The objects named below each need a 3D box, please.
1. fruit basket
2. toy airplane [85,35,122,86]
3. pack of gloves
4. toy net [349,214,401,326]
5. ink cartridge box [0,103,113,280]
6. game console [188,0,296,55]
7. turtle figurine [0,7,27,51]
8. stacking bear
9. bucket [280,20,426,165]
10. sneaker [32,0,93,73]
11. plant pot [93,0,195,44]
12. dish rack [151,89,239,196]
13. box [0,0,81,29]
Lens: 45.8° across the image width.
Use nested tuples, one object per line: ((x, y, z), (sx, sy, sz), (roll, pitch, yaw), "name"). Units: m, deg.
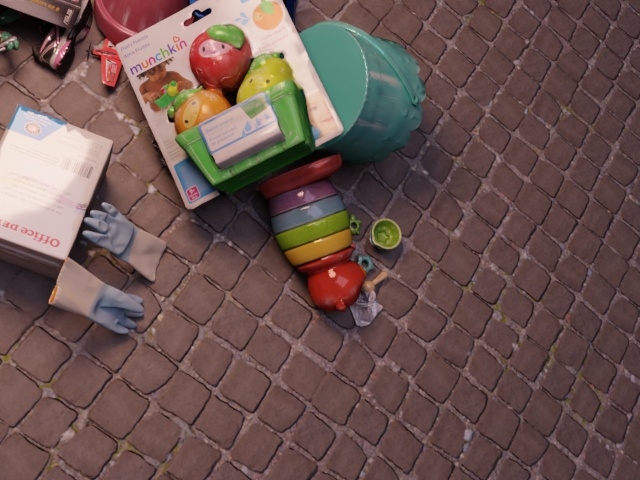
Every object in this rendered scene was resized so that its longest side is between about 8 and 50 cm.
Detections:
((-0.173, -0.280, 1.376), (0.327, 0.165, 0.353), (-25, 88, 7), "fruit basket")
((-0.392, -0.363, 1.515), (0.151, 0.028, 0.151), (9, 64, -18), "toy airplane")
((-0.347, 0.056, 1.321), (0.046, 0.232, 0.195), (10, 73, 26), "pack of gloves")
((0.092, 0.060, 1.569), (0.122, 0.045, 0.232), (16, 70, -16), "toy net")
((-0.488, -0.077, 1.319), (0.171, 0.168, 0.232), (22, 68, -14), "ink cartridge box")
((-0.149, -0.520, 1.569), (0.173, 0.250, 0.293), (3, 73, 5), "game console")
((-0.620, -0.419, 1.397), (0.175, 0.118, 0.234), (47, 48, -20), "turtle figurine")
((0.000, 0.000, 1.496), (0.164, 0.175, 0.289), (-20, 91, -12), "stacking bear")
((0.045, -0.289, 1.496), (0.183, 0.281, 0.281), (3, 71, -53), "bucket")
((-0.503, -0.415, 1.468), (0.077, 0.072, 0.178), (19, 63, -4), "sneaker")
((-0.333, -0.496, 1.477), (0.201, 0.180, 0.201), (8, 64, -18), "plant pot")
((-0.203, -0.223, 1.526), (0.208, 0.074, 0.271), (34, 68, -7), "dish rack")
((-0.542, -0.512, 1.415), (0.183, 0.056, 0.231), (16, 43, -30), "box")
